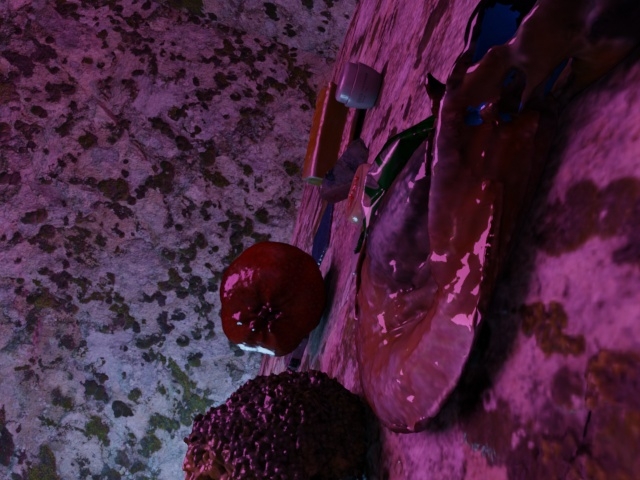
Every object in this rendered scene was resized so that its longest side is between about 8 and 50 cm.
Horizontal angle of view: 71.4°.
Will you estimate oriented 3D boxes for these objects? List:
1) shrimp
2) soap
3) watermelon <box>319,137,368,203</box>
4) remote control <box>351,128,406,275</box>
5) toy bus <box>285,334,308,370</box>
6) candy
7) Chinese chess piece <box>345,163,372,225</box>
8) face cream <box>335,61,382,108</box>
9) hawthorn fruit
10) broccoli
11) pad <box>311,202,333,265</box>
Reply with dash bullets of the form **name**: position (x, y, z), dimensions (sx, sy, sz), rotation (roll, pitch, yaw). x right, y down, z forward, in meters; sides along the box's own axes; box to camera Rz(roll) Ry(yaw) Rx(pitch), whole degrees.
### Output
- **shrimp**: position (0.106, -0.001, 0.385), dimensions (0.221, 0.110, 0.445), rotation (-94, 16, -51)
- **soap**: position (0.035, -0.310, 1.386), dimensions (0.259, 0.143, 0.281), rotation (-170, 90, -82)
- **watermelon**: position (0.071, -0.165, 1.090), dimensions (0.180, 0.081, 0.094), rotation (-59, -7, 5)
- **remote control**: position (0.103, -0.057, 0.742), dimensions (0.103, 0.034, 0.250), rotation (-86, 14, -55)
- **toy bus**: position (-0.067, 0.315, 1.272), dimensions (0.052, 0.037, 0.130), rotation (-102, 28, -63)
- **candy**: position (0.100, -0.084, 0.557), dimensions (0.203, 0.078, 0.141), rotation (-59, -15, 26)
- **Chinese chess piece**: position (0.086, -0.089, 0.864), dimensions (0.122, 0.051, 0.122), rotation (-166, 90, -82)
- **face cream**: position (0.100, -0.412, 1.188), dimensions (0.117, 0.104, 0.117), rotation (-165, 90, -82)
- **hawthorn fruit**: position (-0.118, 0.131, 1.154), dimensions (0.330, 0.287, 0.287), rotation (-84, 10, -75)
- **broccoli**: position (-0.060, 0.288, 0.592), dimensions (0.288, 0.235, 0.259), rotation (2, -72, -60)
- **pad**: position (0.000, 0.000, 1.482), dimensions (0.269, 0.012, 0.269), rotation (-83, 10, -45)
